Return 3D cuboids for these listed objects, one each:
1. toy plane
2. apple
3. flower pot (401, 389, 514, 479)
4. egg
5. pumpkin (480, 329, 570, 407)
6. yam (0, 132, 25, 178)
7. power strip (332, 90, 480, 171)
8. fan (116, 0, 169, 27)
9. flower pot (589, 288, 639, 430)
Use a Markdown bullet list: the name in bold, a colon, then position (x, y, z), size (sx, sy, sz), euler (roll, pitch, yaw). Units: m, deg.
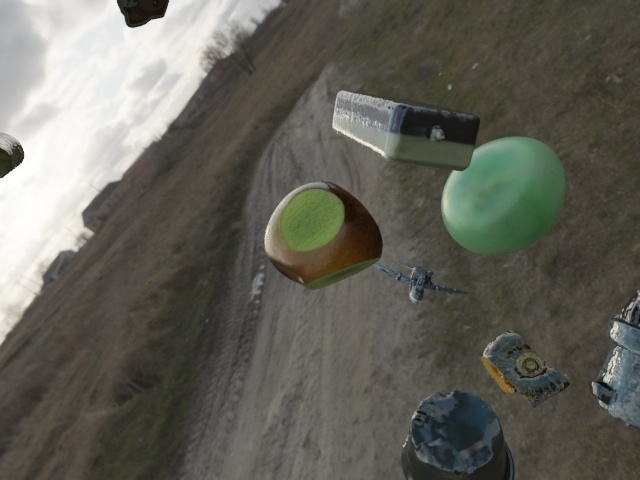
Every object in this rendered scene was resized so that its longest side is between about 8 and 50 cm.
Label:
- **toy plane**: position (0.191, 0.081, 1.004), size (0.226, 0.226, 0.058), euler (-17, -55, -82)
- **apple**: position (0.001, 0.002, 0.722), size (0.147, 0.163, 0.146), euler (-43, -26, -5)
- **flower pot**: position (0.186, 0.281, 0.694), size (0.157, 0.107, 0.157), euler (-8, 38, 6)
- **egg**: position (0.371, -0.091, 1.023), size (0.270, 0.220, 0.220), euler (-38, 16, -14)
- **pumpkin**: position (0.610, 0.406, 1.509), size (0.139, 0.190, 0.280), euler (-32, 36, -1)
- **yam**: position (-0.500, -0.127, 0.772), size (0.070, 0.070, 0.146), euler (-50, 27, 2)
- **power strip**: position (0.095, -0.144, 0.639), size (0.256, 0.105, 0.070), euler (-125, 40, -67)
- **fan**: position (-0.347, -0.546, 1.089), size (0.220, 0.009, 0.132), euler (-42, -25, -33)
- **flower pot**: position (0.766, 0.273, 1.132), size (0.299, 0.299, 0.283), euler (-140, 66, -72)
